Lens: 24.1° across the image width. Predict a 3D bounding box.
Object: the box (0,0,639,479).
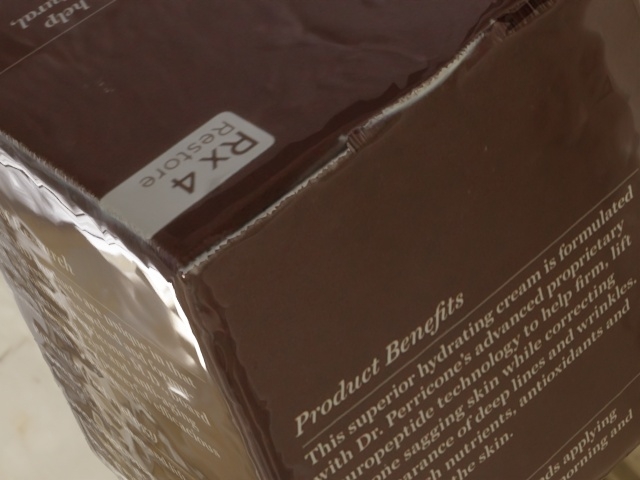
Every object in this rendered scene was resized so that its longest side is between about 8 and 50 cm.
[{"bbox_3d":[0.000,0.000,0.497,0.168,0.203,0.167,-37,-137,-21],"label":"box"}]
